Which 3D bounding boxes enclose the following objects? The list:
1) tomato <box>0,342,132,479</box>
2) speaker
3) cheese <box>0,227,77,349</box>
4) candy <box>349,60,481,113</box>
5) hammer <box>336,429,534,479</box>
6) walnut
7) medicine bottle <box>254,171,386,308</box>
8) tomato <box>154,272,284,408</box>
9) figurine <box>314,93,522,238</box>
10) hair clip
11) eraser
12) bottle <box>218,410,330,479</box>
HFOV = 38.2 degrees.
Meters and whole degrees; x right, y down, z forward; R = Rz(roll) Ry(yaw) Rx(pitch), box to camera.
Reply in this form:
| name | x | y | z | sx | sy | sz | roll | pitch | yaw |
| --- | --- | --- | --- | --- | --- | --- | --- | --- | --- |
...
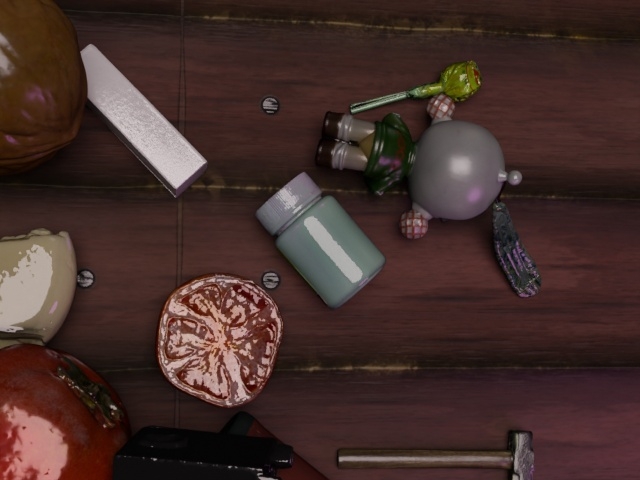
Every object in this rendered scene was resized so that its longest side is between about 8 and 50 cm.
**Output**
| name | x | y | z | sx | sy | sz | roll | pitch | yaw |
| --- | --- | --- | --- | --- | --- | --- | --- | --- | --- |
| tomato | -0.458 | 0.330 | 1.460 | 0.290 | 0.293 | 0.325 | -41 | 94 | 2 |
| speaker | -0.178 | 0.419 | 1.413 | 0.253 | 0.184 | 0.232 | 4 | 93 | 4 |
| cheese | -0.548 | 0.065 | 1.562 | 0.265 | 0.127 | 0.233 | 0 | 78 | -12 |
| candy | 0.183 | -0.284 | 1.776 | 0.262 | 0.077 | 0.073 | -16 | 103 | -3 |
| hammer | 0.211 | 0.400 | 1.679 | 0.365 | 0.043 | 0.111 | 2 | 82 | -7 |
| walnut | -0.565 | -0.281 | 1.495 | 0.397 | 0.354 | 0.308 | 34 | 69 | 0 |
| medicine bottle | 0.000 | 0.000 | 1.654 | 0.139 | 0.139 | 0.225 | -41 | 89 | -13 |
| tomato | -0.178 | 0.178 | 1.620 | 0.236 | 0.095 | 0.237 | 3 | 77 | -11 |
| figurine | 0.178 | -0.147 | 1.698 | 0.369 | 0.167 | 0.281 | 14 | 83 | 1 |
| hair clip | 0.358 | 0.015 | 1.722 | 0.066 | 0.036 | 0.229 | -33 | 122 | -7 |
| eraser | -0.335 | -0.215 | 1.666 | 0.298 | 0.076 | 0.078 | 45 | 78 | 0 |
| bottle | -0.045 | 0.443 | 1.575 | 0.336 | 0.144 | 0.144 | 37 | 77 | -3 |
